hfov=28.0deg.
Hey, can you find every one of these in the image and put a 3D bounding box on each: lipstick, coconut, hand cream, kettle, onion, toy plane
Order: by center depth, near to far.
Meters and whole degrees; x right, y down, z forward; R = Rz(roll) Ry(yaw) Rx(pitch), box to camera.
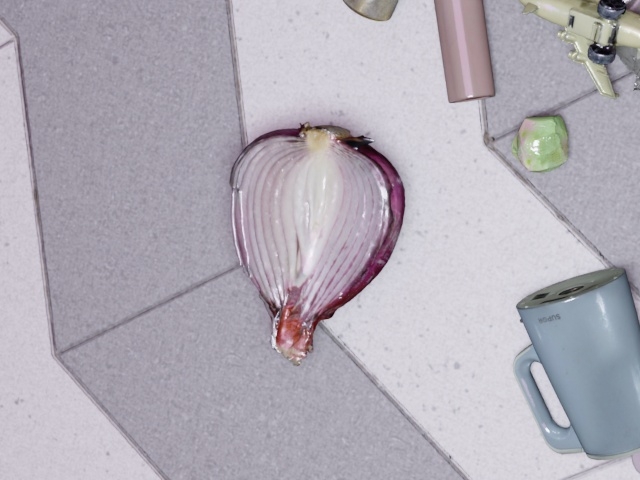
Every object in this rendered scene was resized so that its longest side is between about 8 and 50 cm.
[{"bbox_3d":[0.371,-0.302,1.741,0.244,0.092,0.229,21,133,21],"label":"toy plane"},{"bbox_3d":[0.366,0.183,1.809,0.210,0.160,0.243,-15,96,36],"label":"kettle"},{"bbox_3d":[0.313,-0.136,1.826,0.081,0.083,0.082,-7,51,17],"label":"coconut"},{"bbox_3d":[0.104,-0.419,1.841,0.084,0.084,0.203,34,119,12],"label":"hand cream"},{"bbox_3d":[0.201,-0.329,1.849,0.070,0.070,0.254,-7,92,18],"label":"lipstick"},{"bbox_3d":[0.000,0.000,1.895,0.267,0.159,0.348,16,102,27],"label":"onion"}]

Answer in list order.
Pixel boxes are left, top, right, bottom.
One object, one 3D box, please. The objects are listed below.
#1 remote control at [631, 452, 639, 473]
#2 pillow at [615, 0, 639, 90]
[{"bbox_3d":[0.563,0.330,1.812,0.245,0.022,0.077,15,97,15],"label":"remote control"},{"bbox_3d":[0.423,-0.341,1.786,0.255,0.059,0.169,46,108,8],"label":"pillow"}]
